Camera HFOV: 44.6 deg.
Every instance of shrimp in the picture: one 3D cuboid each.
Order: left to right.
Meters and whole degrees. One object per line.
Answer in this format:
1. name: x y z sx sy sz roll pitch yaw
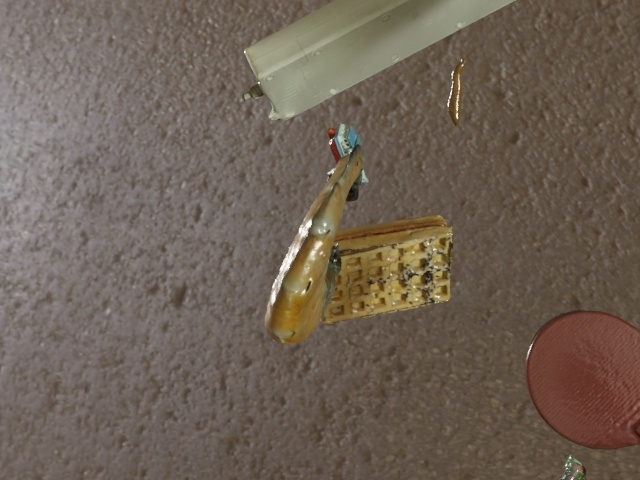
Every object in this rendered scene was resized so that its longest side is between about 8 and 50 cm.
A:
1. shrimp: 0.000 0.000 1.085 0.085 0.445 0.272 21 93 4

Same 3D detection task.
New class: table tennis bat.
1. table tennis bat: 0.602 0.323 1.596 0.414 0.051 0.268 44 92 2

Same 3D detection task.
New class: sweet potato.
1. sweet potato: 0.233 -0.255 1.342 0.026 0.026 0.115 15 111 39

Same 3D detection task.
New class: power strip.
1. power strip: 0.081 -0.232 0.807 0.367 0.106 0.043 -27 68 2

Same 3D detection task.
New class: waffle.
1. waffle: 0.164 0.081 2.083 0.376 0.261 0.114 -9 35 -6

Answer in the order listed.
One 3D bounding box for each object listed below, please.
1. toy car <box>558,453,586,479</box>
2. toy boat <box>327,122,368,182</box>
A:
1. toy car: 0.390 0.382 1.223 0.055 0.142 0.069 32 81 23
2. toy boat: 0.069 -0.191 1.758 0.058 0.173 0.069 -5 46 21
